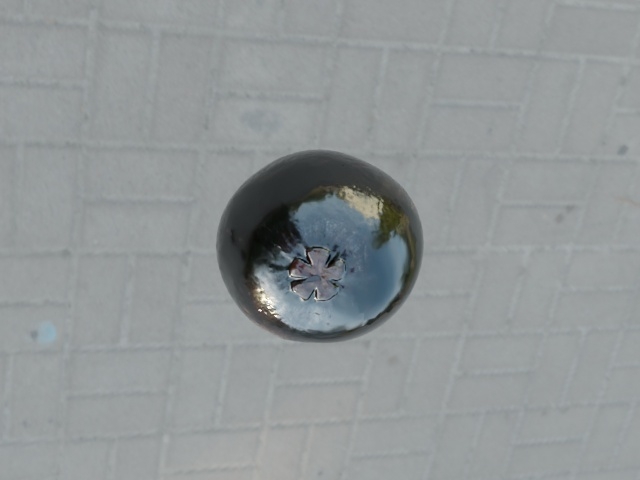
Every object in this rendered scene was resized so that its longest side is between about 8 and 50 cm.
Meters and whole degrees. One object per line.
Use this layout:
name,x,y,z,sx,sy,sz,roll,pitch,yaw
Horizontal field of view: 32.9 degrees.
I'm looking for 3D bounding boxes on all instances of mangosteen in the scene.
mangosteen,0.000,0.000,1.468,0.274,0.302,0.275,0,104,2
